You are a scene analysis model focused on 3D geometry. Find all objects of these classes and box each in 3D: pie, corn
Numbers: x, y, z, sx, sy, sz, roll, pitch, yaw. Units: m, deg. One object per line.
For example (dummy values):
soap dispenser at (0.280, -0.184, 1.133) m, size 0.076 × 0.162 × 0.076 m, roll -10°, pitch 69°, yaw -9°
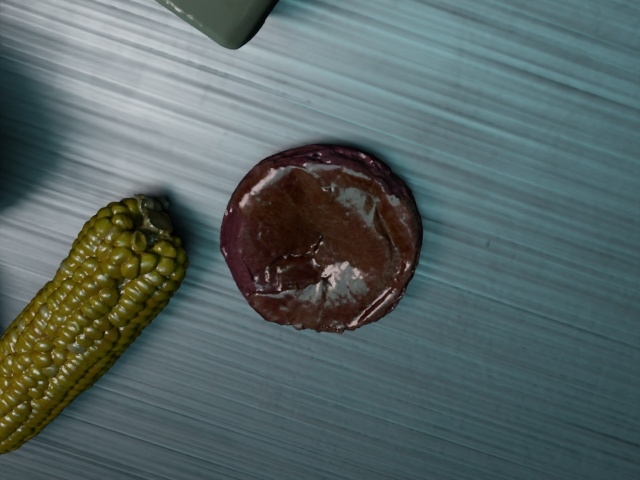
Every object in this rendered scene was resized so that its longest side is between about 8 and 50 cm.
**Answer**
pie at (0.000, 0.000, 0.840) m, size 0.182 × 0.049 × 0.182 m, roll 2°, pitch 113°, yaw 4°
corn at (-0.232, 0.092, 0.863) m, size 0.102 × 0.102 × 0.313 m, roll 39°, pitch 110°, yaw -8°

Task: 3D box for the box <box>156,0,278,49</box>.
box at (-0.098, -0.256, 0.720) m, size 0.210 × 0.148 × 0.129 m, roll 34°, pitch 118°, yaw -6°
